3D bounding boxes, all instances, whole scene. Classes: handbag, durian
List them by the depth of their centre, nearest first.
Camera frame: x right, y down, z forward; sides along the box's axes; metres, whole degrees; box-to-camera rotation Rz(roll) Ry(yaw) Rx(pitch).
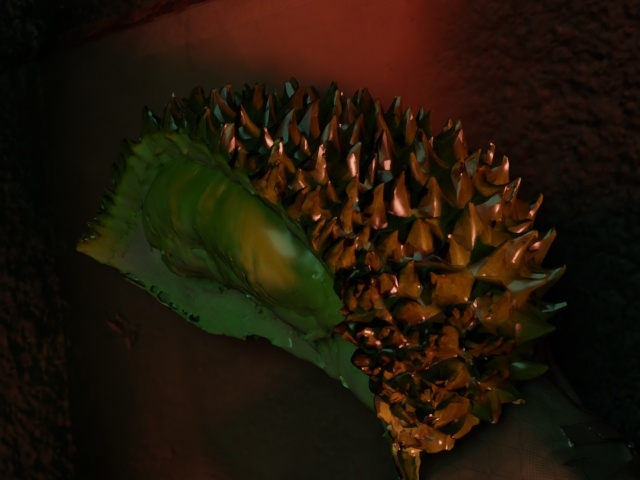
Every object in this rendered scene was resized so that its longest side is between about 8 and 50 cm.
[{"bbox_3d":[0.137,0.176,1.002,0.182,0.117,0.270,-41,58,0],"label":"handbag"},{"bbox_3d":[0.000,0.000,1.111,0.352,0.158,0.169,28,117,45],"label":"durian"}]
